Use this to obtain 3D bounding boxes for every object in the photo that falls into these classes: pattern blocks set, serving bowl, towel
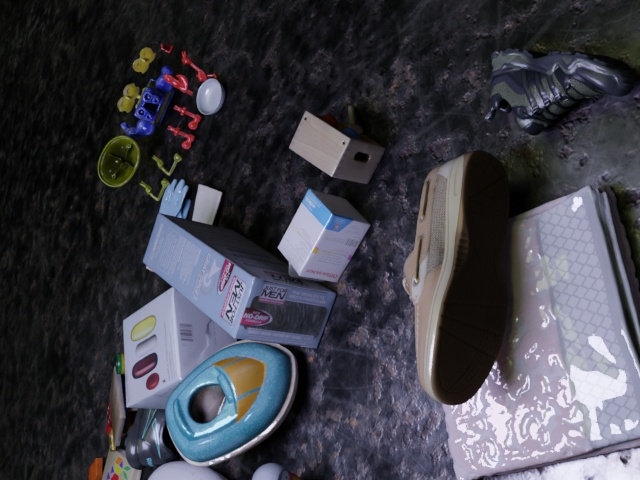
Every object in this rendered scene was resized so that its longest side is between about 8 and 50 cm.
[{"bbox_3d":[-0.466,0.574,1.757,0.285,0.026,0.325,24,96,50],"label":"pattern blocks set"},{"bbox_3d":[-0.246,-0.327,1.740,0.083,0.027,0.083,-5,81,39],"label":"serving bowl"},{"bbox_3d":[0.272,0.126,0.999,0.317,0.053,0.332,-29,58,42],"label":"towel"}]

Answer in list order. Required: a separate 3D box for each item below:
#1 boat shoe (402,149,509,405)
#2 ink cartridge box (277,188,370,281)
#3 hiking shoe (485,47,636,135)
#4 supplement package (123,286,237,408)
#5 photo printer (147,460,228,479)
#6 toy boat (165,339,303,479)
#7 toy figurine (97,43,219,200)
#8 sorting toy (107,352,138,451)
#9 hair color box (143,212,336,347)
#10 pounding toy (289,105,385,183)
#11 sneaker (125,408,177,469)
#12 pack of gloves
[{"bbox_3d":[0.174,0.050,1.014,0.110,0.121,0.341,-13,58,51],"label":"boat shoe"},{"bbox_3d":[0.000,0.000,1.318,0.143,0.092,0.090,-60,42,19],"label":"ink cartridge box"},{"bbox_3d":[0.319,-0.195,1.021,0.227,0.086,0.114,25,113,55],"label":"hiking shoe"},{"bbox_3d":[-0.286,0.225,1.548,0.203,0.149,0.194,-32,57,39],"label":"supplement package"},{"bbox_3d":[-0.281,0.568,1.416,0.256,0.107,0.307,4,57,51],"label":"photo printer"},{"bbox_3d":[-0.127,0.318,1.306,0.267,0.148,0.318,-39,58,1],"label":"toy boat"},{"bbox_3d":[-0.398,-0.298,1.871,0.217,0.191,0.362,-117,50,-74],"label":"toy figurine"},{"bbox_3d":[-0.444,0.378,1.716,0.274,0.046,0.132,113,148,-43],"label":"sorting toy"},{"bbox_3d":[-0.162,0.068,1.417,0.374,0.185,0.113,27,101,49],"label":"hair color box"},{"bbox_3d":[0.038,-0.174,1.308,0.130,0.141,0.100,37,109,32],"label":"pounding toy"},{"bbox_3d":[-0.348,0.360,1.650,0.106,0.101,0.267,-10,63,17],"label":"sneaker"},{"bbox_3d":[-0.300,-0.019,1.730,0.195,0.046,0.232,20,98,39],"label":"pack of gloves"}]
